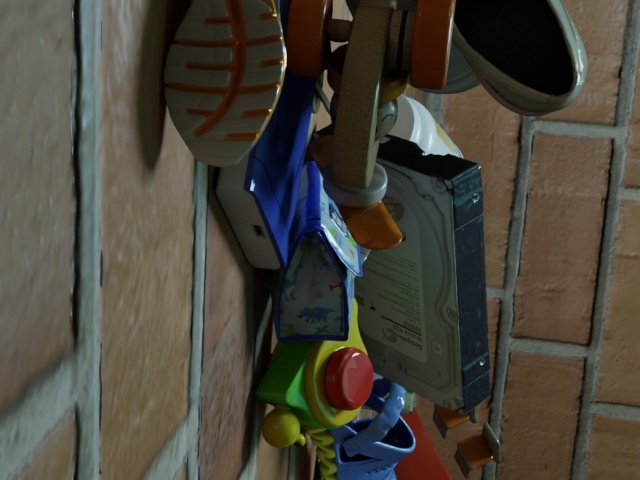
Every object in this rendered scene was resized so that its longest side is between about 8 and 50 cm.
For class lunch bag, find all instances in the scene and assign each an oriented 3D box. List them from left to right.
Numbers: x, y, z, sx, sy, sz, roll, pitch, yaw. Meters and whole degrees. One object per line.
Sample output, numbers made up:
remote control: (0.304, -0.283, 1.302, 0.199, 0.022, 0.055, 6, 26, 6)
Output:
lunch bag: (-0.007, 0.011, 1.299, 0.128, 0.096, 0.151, -94, -179, -54)

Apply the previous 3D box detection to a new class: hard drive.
hard drive: (-0.039, -0.156, 1.178, 0.210, 0.040, 0.318, 73, 24, -69)
hard drive: (0.102, 0.034, 1.559, 0.064, 0.237, 0.338, -30, 128, -34)

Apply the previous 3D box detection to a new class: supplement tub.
supplement tub: (0.115, -0.122, 1.787, 0.200, 0.144, 0.144, 40, 54, -57)

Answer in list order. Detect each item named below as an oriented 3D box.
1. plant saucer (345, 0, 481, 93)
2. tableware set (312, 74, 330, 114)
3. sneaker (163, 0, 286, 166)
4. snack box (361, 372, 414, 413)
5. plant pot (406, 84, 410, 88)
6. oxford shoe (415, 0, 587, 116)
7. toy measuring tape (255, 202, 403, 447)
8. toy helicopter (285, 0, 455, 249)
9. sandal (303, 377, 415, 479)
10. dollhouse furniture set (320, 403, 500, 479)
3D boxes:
plant saucer: (0.104, -0.363, 1.398, 0.400, 0.101, 0.400, 22, -64, 56)
tableware set: (0.000, -0.235, 1.397, 0.128, 0.039, 0.194, -29, 125, -80)
sneaker: (-0.061, -0.159, 0.884, 0.083, 0.084, 0.214, -3, 98, -87)
snack box: (0.072, 0.200, 1.840, 0.037, 0.141, 0.100, 68, 29, -72)
plant pot: (0.118, -0.292, 1.988, 0.134, 0.095, 0.134, 6, 90, -81)
oxford shoe: (0.126, -0.288, 1.196, 0.140, 0.397, 0.146, -44, -177, 7)
toy measuring tape: (0.027, 0.106, 1.399, 0.330, 0.121, 0.121, -59, 159, -33)
toy helicopter: (0.051, -0.133, 1.209, 0.355, 0.140, 0.234, -64, 160, -75)
sandal: (0.068, 0.286, 1.718, 0.317, 0.138, 0.126, 69, 27, -45)
dollhouse furniture set: (0.114, 0.288, 1.925, 0.135, 0.262, 0.259, 78, -14, -60)
